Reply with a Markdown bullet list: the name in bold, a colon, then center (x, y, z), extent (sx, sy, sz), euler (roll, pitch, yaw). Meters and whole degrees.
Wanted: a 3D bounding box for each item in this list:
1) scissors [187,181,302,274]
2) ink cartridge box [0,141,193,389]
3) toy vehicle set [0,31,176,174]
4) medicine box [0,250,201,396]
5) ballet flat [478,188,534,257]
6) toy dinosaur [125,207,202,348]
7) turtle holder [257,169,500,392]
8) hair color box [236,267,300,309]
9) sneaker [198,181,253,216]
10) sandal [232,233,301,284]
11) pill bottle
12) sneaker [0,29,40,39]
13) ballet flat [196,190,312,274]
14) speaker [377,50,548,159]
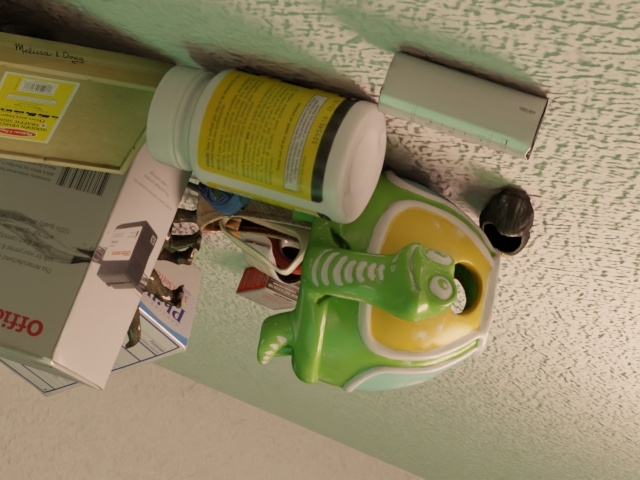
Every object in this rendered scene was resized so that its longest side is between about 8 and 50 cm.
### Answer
- **scissors**: center (-0.079, -0.037, 1.971), extent (0.297, 0.109, 0.021), euler (33, 136, 37)
- **ink cartridge box**: center (-0.309, -0.008, 1.835), extent (0.223, 0.307, 0.129), euler (14, 165, 29)
- **toy vehicle set**: center (-0.295, -0.139, 1.582), extent (0.267, 0.035, 0.166), euler (8, 148, -26)
- **medicine box**: center (-0.366, 0.068, 2.269), extent (0.289, 0.149, 0.263), euler (-20, 133, 30)
- **ballet flat**: center (0.189, -0.010, 1.643), extent (0.057, 0.049, 0.173), euler (20, 167, 8)
- **toy dinosaur**: center (-0.243, 0.005, 2.081), extent (0.160, 0.121, 0.313), euler (15, 133, -9)
- **turtle holder**: center (0.068, 0.029, 1.626), extent (0.227, 0.243, 0.320), euler (11, 148, 2)
- **hair color box**: center (-0.069, 0.070, 2.371), extent (0.072, 0.043, 0.141), euler (25, 167, -18)
- **sneaker**: center (-0.092, -0.090, 1.722), extent (0.087, 0.083, 0.221), euler (37, 158, -11)
- **sandal**: center (-0.033, 0.016, 2.024), extent (0.265, 0.076, 0.102), euler (9, 162, 41)
- **pill bottle**: center (-0.053, -0.097, 1.508), extent (0.208, 0.119, 0.119), euler (16, 166, 19)
- **sneaker**: center (-0.333, -0.197, 1.611), extent (0.147, 0.104, 0.296), euler (6, 160, 2)
- **ballet flat**: center (0.000, 0.000, 1.842), extent (0.316, 0.106, 0.107), euler (17, 163, 13)
- **speaker**: center (0.118, -0.113, 1.324), extent (0.136, 0.055, 0.055), euler (19, 167, 8)
